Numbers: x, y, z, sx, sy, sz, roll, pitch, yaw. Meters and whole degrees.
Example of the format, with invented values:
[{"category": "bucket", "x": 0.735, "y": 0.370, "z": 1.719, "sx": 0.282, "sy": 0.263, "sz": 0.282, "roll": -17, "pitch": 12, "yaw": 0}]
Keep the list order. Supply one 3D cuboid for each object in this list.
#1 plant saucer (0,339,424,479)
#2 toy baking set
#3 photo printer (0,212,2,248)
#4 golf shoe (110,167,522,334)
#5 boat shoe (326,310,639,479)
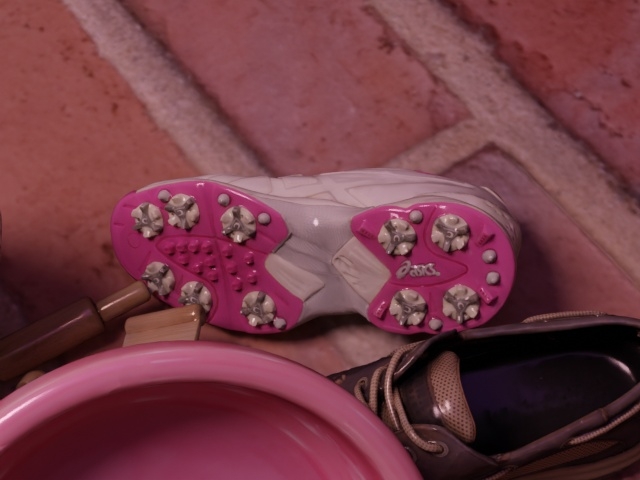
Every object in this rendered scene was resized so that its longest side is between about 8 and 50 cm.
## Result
[{"category": "plant saucer", "x": -0.091, "y": 0.213, "z": 0.852, "sx": 0.332, "sy": 0.332, "sz": 0.084, "roll": -21, "pitch": 16, "yaw": -13}, {"category": "toy baking set", "x": -0.191, "y": 0.112, "z": 0.980, "sx": 0.256, "sy": 0.030, "sz": 0.197, "roll": -25, "pitch": 30, "yaw": -2}, {"category": "photo printer", "x": -0.351, "y": 0.070, "z": 0.931, "sx": 0.307, "sy": 0.256, "sz": 0.107, "roll": -41, "pitch": 87, "yaw": -23}, {"category": "golf shoe", "x": 0.000, "y": 0.000, "z": 1.075, "sx": 0.306, "sy": 0.115, "sz": 0.140, "roll": 6, "pitch": 21, "yaw": 17}, {"category": "boat shoe", "x": 0.069, "y": 0.115, "z": 0.975, "sx": 0.355, "sy": 0.130, "sz": 0.132, "roll": -17, "pitch": 60, "yaw": -11}]
